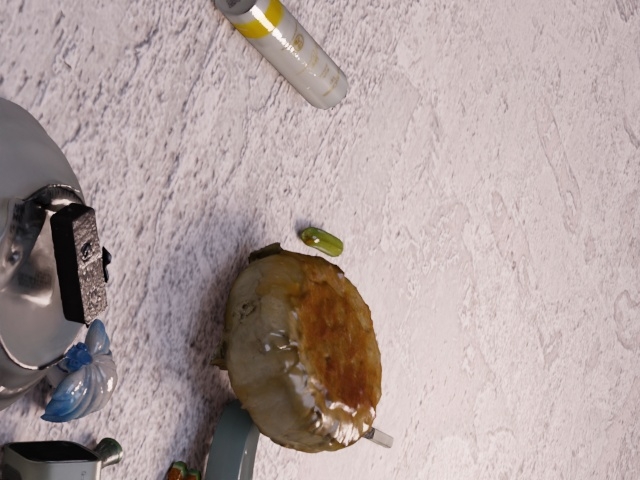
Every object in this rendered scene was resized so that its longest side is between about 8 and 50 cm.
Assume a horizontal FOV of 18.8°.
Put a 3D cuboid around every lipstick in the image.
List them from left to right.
[{"bbox_3d":[-0.041,-0.226,2.217,0.264,0.059,0.059,43,61,-60],"label":"lipstick"}]

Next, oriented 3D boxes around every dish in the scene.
[{"bbox_3d":[-0.285,0.029,1.769,0.316,0.106,0.316,-29,124,-57],"label":"dish"}]

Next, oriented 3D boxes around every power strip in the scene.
[{"bbox_3d":[-0.217,0.021,1.750,0.038,0.029,0.111,-40,133,-48],"label":"power strip"},{"bbox_3d":[-0.102,0.296,2.262,0.137,0.044,0.216,-24,120,-76],"label":"power strip"}]

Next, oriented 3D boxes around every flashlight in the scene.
[{"bbox_3d":[0.076,0.269,2.658,0.083,0.018,0.018,33,71,-61],"label":"flashlight"}]

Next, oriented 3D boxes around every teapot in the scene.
[{"bbox_3d":[-0.243,0.234,1.997,0.111,0.043,0.043,-34,129,-60],"label":"teapot"}]

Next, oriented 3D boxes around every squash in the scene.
[{"bbox_3d":[0.000,0.000,2.408,0.083,0.027,0.027,28,74,-62],"label":"squash"}]

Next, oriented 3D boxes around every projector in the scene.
[{"bbox_3d":[-0.264,0.244,1.890,0.083,0.083,0.082,1,99,-33],"label":"projector"}]

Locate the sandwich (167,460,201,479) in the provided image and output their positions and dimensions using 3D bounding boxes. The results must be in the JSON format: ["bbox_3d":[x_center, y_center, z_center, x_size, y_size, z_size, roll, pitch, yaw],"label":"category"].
[{"bbox_3d":[-0.166,0.321,2.184,0.067,0.029,0.135,60,45,-55],"label":"sandwich"}]

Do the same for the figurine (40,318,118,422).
[{"bbox_3d":[-0.245,0.139,1.938,0.114,0.079,0.114,-158,-90,-82],"label":"figurine"}]

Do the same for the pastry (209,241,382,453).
[{"bbox_3d":[-0.025,0.135,2.255,0.257,0.121,0.236,39,42,-45],"label":"pastry"}]
